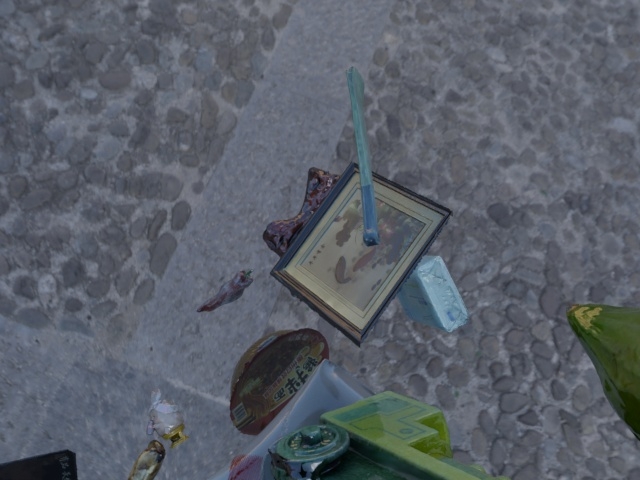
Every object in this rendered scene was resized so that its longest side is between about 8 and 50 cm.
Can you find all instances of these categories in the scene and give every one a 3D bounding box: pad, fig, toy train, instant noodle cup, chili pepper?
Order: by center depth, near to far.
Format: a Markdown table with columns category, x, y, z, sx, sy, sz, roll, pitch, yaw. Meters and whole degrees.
| category | x | y | z | sx | sy | sz | roll | pitch | yaw |
| --- | --- | --- | --- | --- | --- | --- | --- | --- | --- |
| fig | 0.357 | 0.143 | 0.583 | 0.167 | 0.233 | 0.167 | 0 | 91 | -20 |
| toy train | 0.106 | 0.274 | 0.634 | 0.237 | 0.369 | 0.150 | -10 | 97 | -32 |
| pad | -0.328 | 0.306 | 0.679 | 0.112 | 0.157 | 0.003 | -7 | 25 | -25 |
| chili pepper | -0.179 | 0.102 | 1.180 | 0.153 | 0.050 | 0.041 | -41 | 64 | 17 |
| instant noodle cup | -0.110 | 0.293 | 1.345 | 0.274 | 0.274 | 0.091 | -36 | 45 | -25 |

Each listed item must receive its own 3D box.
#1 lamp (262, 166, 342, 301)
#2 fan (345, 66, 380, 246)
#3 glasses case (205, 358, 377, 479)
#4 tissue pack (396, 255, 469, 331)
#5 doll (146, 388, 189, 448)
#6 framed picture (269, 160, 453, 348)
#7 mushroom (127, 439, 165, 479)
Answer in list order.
| category | x | y | z | sx | sy | sz | roll | pitch | yaw |
| --- | --- | --- | --- | --- | --- | --- | --- | --- | --- |
| lamp | 0.010 | 0.006 | 1.090 | 0.151 | 0.223 | 0.215 | 28 | 73 | 20 |
| fan | 0.040 | -0.086 | 0.603 | 0.016 | 0.038 | 0.193 | -12 | 68 | 20 |
| glasses case | -0.043 | 0.323 | 0.919 | 0.308 | 0.083 | 0.128 | -45 | 95 | -5 |
| tissue pack | 0.258 | 0.127 | 1.534 | 0.089 | 0.263 | 0.177 | -28 | 95 | -9 |
| doll | -0.340 | 0.384 | 1.299 | 0.084 | 0.073 | 0.127 | -27 | 80 | -35 |
| framed picture | 0.044 | 0.007 | 0.768 | 0.195 | 0.010 | 0.199 | -54 | 45 | -3 |
| mushroom | -0.346 | 0.596 | 1.188 | 0.233 | 0.302 | 0.208 | -40 | 107 | 13 |
